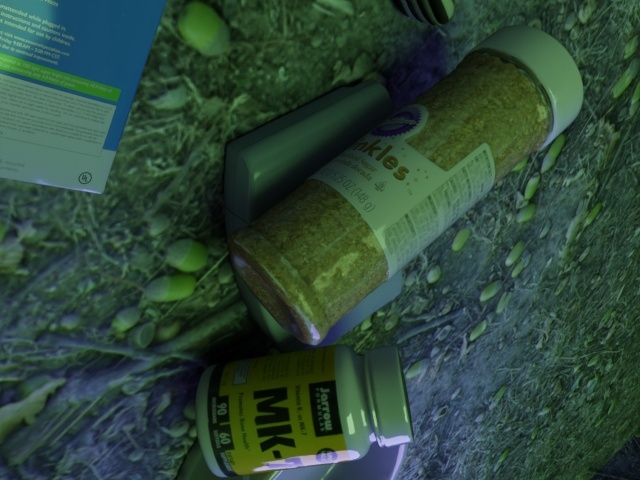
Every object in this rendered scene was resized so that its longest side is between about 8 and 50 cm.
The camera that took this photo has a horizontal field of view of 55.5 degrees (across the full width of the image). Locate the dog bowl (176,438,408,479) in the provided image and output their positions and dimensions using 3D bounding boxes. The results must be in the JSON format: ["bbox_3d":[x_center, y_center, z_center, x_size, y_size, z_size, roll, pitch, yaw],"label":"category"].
[{"bbox_3d":[-0.021,0.315,0.818,0.348,0.102,0.349,-24,131,-31],"label":"dog bowl"}]

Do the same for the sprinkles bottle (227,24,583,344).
[{"bbox_3d":[0.086,-0.059,0.563,0.355,0.121,0.121,-39,138,-17],"label":"sprinkles bottle"}]

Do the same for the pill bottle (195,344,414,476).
[{"bbox_3d":[-0.014,0.174,0.638,0.208,0.119,0.119,-11,135,8],"label":"pill bottle"}]

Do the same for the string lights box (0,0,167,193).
[{"bbox_3d":[-0.163,-0.168,0.361,0.133,0.076,0.260,9,110,-47],"label":"string lights box"}]

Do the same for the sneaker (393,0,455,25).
[{"bbox_3d":[0.090,-0.305,0.517,0.132,0.086,0.228,-56,150,-5],"label":"sneaker"}]

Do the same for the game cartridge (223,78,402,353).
[{"bbox_3d":[0.000,0.000,0.657,0.198,0.062,0.297,-35,137,-27],"label":"game cartridge"}]
